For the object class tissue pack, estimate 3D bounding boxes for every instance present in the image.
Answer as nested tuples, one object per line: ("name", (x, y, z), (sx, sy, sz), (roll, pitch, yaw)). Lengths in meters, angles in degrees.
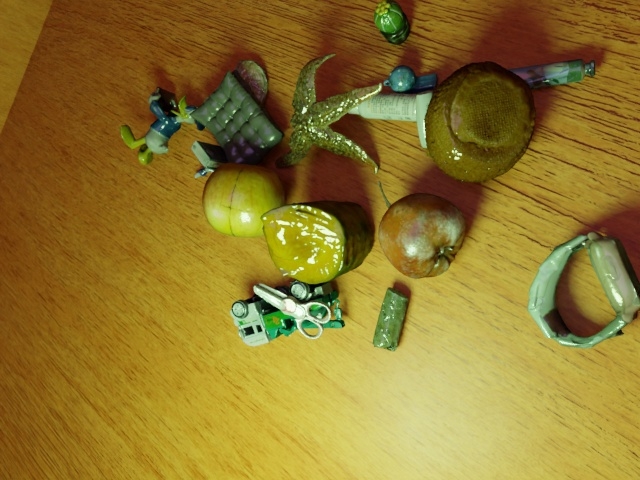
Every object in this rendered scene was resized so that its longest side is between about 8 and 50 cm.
("tissue pack", (-0.376, -0.300, 1.735), (0.112, 0.156, 0.051), (50, 114, 24))

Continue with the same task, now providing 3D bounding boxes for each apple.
("apple", (-0.250, -0.133, 1.578), (0.285, 0.286, 0.233), (10, 99, 29))

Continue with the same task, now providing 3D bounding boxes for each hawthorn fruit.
("hawthorn fruit", (0.272, -0.013, 1.327), (0.263, 0.231, 0.235), (13, 81, 66))

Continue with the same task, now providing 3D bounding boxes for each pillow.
("pillow", (-0.292, -0.410, 1.699), (0.228, 0.101, 0.326), (-42, 78, 23))

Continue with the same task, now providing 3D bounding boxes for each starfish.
("starfish", (0.013, -0.371, 1.505), (0.383, 0.132, 0.399), (17, 117, 21))

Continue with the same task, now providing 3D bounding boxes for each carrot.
("carrot", (0.000, 0.000, 1.421), (0.241, 0.340, 0.242), (6, 100, 32))

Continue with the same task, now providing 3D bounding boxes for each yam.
("yam", (0.206, 0.231, 1.405), (0.078, 0.078, 0.180), (15, 87, 29))

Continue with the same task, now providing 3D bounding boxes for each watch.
("watch", (0.628, 0.127, 1.164), (0.241, 0.161, 0.254), (-26, 69, 36))

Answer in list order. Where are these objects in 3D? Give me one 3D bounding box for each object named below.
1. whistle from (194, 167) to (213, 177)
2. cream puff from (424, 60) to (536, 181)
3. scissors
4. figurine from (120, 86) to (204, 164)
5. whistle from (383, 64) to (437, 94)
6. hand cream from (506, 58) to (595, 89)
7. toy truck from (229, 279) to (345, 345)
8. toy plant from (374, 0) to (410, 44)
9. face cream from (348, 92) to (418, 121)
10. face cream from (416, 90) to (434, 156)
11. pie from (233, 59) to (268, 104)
("whistle", (-0.445, -0.261, 1.842), (0.083, 0.029, 0.033), (-25, 88, 16))
("cream puff", (0.409, -0.301, 1.281), (0.302, 0.212, 0.304), (0, 88, -9))
("scissors", (-0.088, 0.191, 1.411), (0.242, 0.030, 0.118), (30, 108, 4))
("figurine", (-0.580, -0.470, 1.892), (0.337, 0.204, 0.284), (-7, 73, 15))
("whistle", (0.265, -0.488, 1.451), (0.157, 0.090, 0.091), (-4, 82, 28))
("hand cream", (0.595, -0.439, 1.299), (0.255, 0.055, 0.088), (1, 80, 35))
("toy truck", (-0.105, 0.221, 1.523), (0.363, 0.176, 0.178), (-16, 88, 24))
("toy plant", (0.214, -0.666, 1.461), (0.092, 0.162, 0.093), (-3, 84, 28))
("face cream", (0.203, -0.413, 1.482), (0.268, 0.082, 0.082), (13, 90, 30))
("face cream", (0.313, -0.333, 1.381), (0.072, 0.051, 0.182), (-16, 112, 0))
("pie", (-0.276, -0.550, 1.773), (0.185, 0.052, 0.218), (34, 99, 28))
